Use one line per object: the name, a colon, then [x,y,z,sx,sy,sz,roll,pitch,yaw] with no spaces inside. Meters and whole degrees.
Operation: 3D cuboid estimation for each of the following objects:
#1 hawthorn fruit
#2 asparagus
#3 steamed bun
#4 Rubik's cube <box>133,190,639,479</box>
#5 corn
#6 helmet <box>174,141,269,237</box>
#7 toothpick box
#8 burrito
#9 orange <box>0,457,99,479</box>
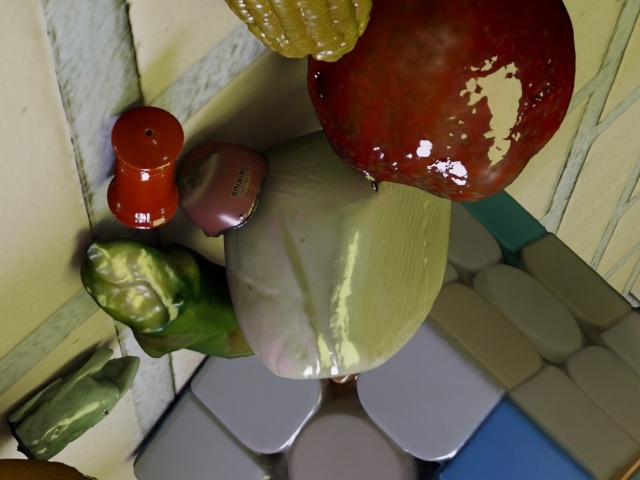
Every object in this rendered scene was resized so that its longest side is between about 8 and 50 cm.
hawthorn fruit: [0.091,-0.140,1.275,0.181,0.181,0.235,-32,156,-45]
asparagus: [-0.098,0.044,1.436,0.082,0.085,0.343,-23,170,7]
steamed bun: [0.000,0.000,1.421,0.238,0.152,0.170,-35,128,-61]
Rubik's cube: [0.102,0.175,1.830,0.344,0.347,0.346,-54,163,25]
corn: [-0.016,-0.160,1.079,0.097,0.097,0.262,-45,169,-5]
helmet: [-0.076,-0.038,1.329,0.084,0.049,0.065,-20,-130,59]
toothpick box: [-0.109,-0.046,1.215,0.047,0.047,0.083,-40,164,-24]
burrito: [-0.184,0.123,1.478,0.118,0.044,0.074,-37,160,-21]
orange: [-0.222,0.284,1.366,0.274,0.274,0.274,-43,166,-14]
